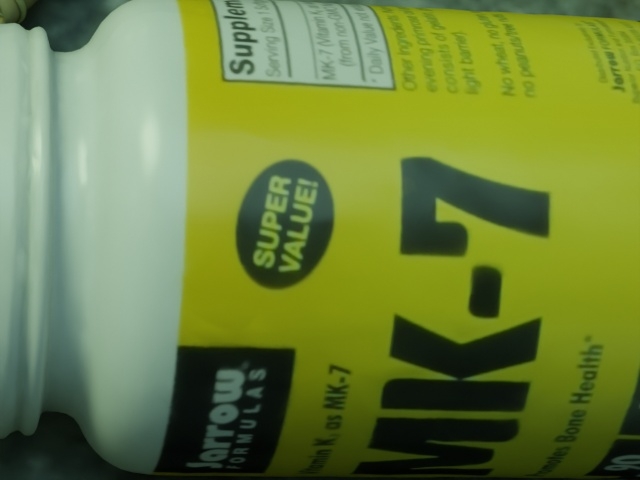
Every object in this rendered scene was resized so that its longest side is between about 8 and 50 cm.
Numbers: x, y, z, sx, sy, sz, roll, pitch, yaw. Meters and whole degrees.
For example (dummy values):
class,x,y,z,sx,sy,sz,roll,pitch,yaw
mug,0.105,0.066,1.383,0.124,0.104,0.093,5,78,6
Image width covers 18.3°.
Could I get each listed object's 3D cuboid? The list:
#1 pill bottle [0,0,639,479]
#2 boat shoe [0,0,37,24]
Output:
class,x,y,z,sx,sy,sz,roll,pitch,yaw
pill bottle,0.000,0.000,0.497,0.208,0.119,0.119,1,64,-10
boat shoe,-0.141,-0.113,0.562,0.153,0.056,0.048,30,57,-4
